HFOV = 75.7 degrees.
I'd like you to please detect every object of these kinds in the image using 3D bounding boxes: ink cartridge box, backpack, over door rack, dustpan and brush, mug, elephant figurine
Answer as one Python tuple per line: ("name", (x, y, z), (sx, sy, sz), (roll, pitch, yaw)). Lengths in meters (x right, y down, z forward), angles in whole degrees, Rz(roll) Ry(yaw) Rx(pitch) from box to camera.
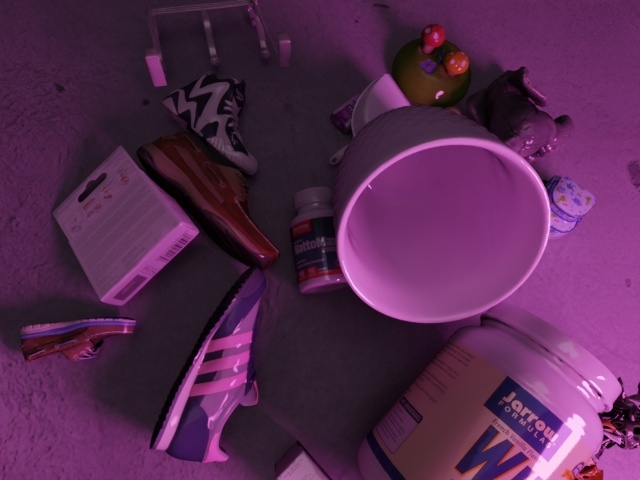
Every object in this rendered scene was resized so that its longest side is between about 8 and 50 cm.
("ink cartridge box", (-0.006, 0.388, 0.637), (0.056, 0.099, 0.135), (-41, 83, -17))
("ink cartridge box", (-0.352, -0.031, 0.735), (0.189, 0.066, 0.232), (-44, 61, 1))
("backpack", (0.486, -0.068, 0.842), (0.105, 0.084, 0.114), (40, 76, 8))
("over door rack", (-0.211, -0.379, 0.805), (0.240, 0.108, 0.324), (-14, 44, -11))
("dustpan and brush", (0.100, -0.226, 0.856), (0.211, 0.060, 0.147), (-45, 105, -22))
("mug", (0.183, -0.042, 0.690), (0.276, 0.328, 0.374), (-31, 115, 16))
("elephant figurine", (0.392, -0.278, 0.862), (0.170, 0.186, 0.239), (-18, 76, 3))

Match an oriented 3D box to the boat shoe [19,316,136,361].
("boat shoe", (-0.397, 0.165, 0.684), (0.183, 0.066, 0.066), (-7, 79, 2))

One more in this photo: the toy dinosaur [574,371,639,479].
("toy dinosaur", (0.452, 0.319, 0.713), (0.219, 0.164, 0.321), (-22, 95, 2))

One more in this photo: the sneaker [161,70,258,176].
("sneaker", (-0.178, -0.245, 0.812), (0.235, 0.094, 0.153), (40, 81, 17))

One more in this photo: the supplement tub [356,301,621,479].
("supplement tub", (0.238, 0.276, 0.603), (0.235, 0.235, 0.325), (41, 85, 7))

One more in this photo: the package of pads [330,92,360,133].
("package of pads", (0.066, -0.273, 0.883), (0.083, 0.032, 0.050), (-40, 79, -16))

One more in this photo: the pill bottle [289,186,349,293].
("pill bottle", (0.000, 0.000, 0.752), (0.108, 0.108, 0.180), (-8, 74, -9))

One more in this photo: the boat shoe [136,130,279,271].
("boat shoe", (-0.188, -0.087, 0.752), (0.324, 0.122, 0.120), (43, 68, 7))

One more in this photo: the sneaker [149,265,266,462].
("sneaker", (-0.148, 0.202, 0.688), (0.131, 0.112, 0.318), (30, 74, -15))

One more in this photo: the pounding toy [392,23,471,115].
("pounding toy", (0.253, -0.371, 0.894), (0.183, 0.110, 0.236), (16, 72, -1))
